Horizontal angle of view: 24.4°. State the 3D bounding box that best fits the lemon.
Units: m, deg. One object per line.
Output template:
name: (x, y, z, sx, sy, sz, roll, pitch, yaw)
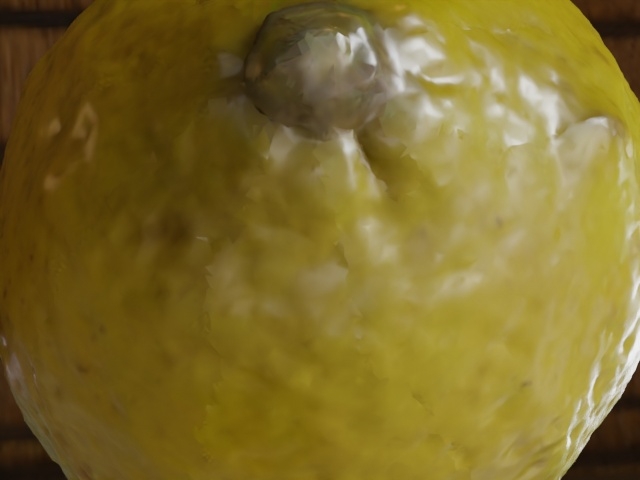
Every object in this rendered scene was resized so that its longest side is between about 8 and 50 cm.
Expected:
lemon: (0.000, 0.000, 0.754, 0.350, 0.349, 0.387, -11, -18, 1)
